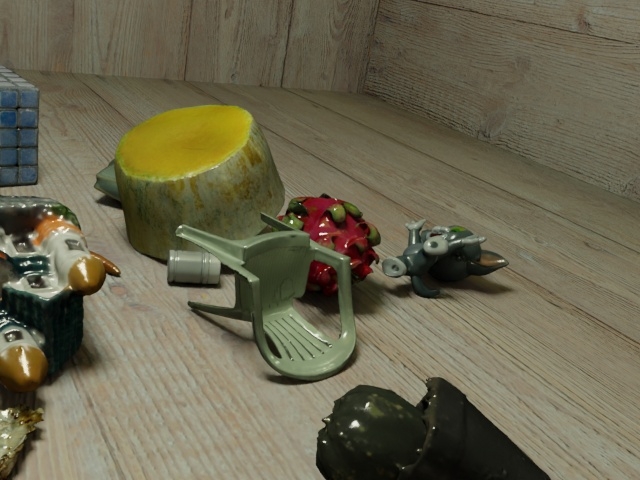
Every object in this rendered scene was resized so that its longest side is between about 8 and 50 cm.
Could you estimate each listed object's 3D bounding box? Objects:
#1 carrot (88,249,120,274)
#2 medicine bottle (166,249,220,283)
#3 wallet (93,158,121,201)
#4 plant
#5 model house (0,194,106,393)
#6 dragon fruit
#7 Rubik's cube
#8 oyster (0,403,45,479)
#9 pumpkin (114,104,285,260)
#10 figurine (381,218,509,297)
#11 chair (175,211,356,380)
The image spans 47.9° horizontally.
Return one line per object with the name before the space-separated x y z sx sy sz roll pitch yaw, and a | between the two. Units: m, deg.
carrot | -0.419 0.033 1.294 0.142 0.035 0.035 18 21 9
medicine bottle | -0.229 0.048 1.297 0.091 0.058 0.058 5 21 -15
wallet | -0.378 -0.147 1.729 0.252 0.083 0.360 16 21 3
plant | 0.120 0.248 0.792 0.256 0.164 0.142 26 25 -1
model house | -0.413 0.078 0.949 0.271 0.190 0.301 -4 25 -35
dragon fruit | 0.003 0.009 1.359 0.218 0.198 0.273 -21 0 -2
Rubik's cube | -0.785 -0.260 1.614 0.237 0.237 0.238 -8 27 -42
oyster | -0.363 0.226 0.808 0.086 0.029 0.132 7 23 10
pumpkin | -0.253 -0.130 1.412 0.332 0.199 0.332 -12 35 9
figurine | 0.244 0.036 1.447 0.193 0.140 0.265 -3 21 41
chair | -0.076 0.081 1.144 0.203 0.191 0.274 -10 20 -40
